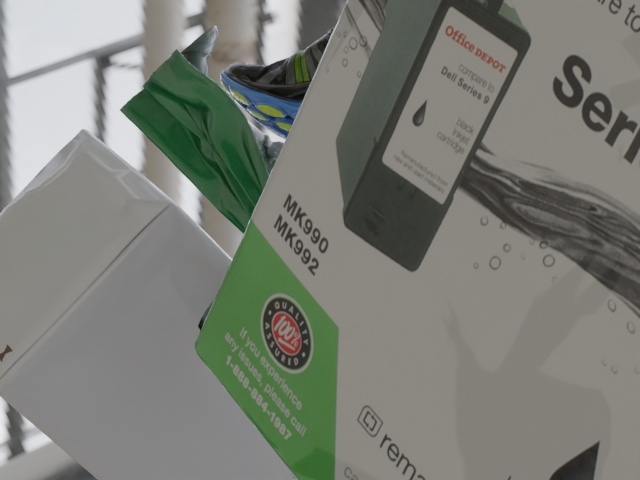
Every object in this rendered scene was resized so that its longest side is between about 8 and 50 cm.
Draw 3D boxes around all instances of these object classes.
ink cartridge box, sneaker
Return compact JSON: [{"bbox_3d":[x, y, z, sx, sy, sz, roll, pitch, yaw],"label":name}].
[{"bbox_3d":[0.097,-0.014,0.630,0.211,0.121,0.289,47,-54,36],"label":"ink cartridge box"},{"bbox_3d":[0.003,-0.121,1.371,0.188,0.078,0.067,3,-30,41],"label":"sneaker"}]

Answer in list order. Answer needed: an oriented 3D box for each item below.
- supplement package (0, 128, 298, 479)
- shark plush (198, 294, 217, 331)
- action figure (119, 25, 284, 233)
[{"bbox_3d":[-0.110,0.093,1.307,0.293,0.175,0.177,47,-5,-34],"label":"supplement package"},{"bbox_3d":[-0.013,0.011,1.150,0.067,0.073,0.161,30,-75,7],"label":"shark plush"},{"bbox_3d":[0.000,0.000,0.898,0.232,0.063,0.137,51,-10,-5],"label":"action figure"}]
